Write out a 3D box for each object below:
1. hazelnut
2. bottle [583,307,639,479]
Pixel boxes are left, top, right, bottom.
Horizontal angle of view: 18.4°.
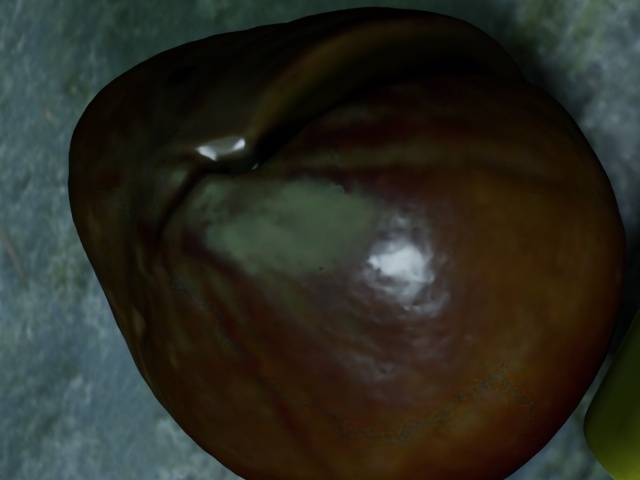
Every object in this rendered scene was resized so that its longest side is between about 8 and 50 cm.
[{"bbox_3d":[0.000,0.000,0.837,0.251,0.217,0.217,32,116,41],"label":"hazelnut"},{"bbox_3d":[0.194,-0.026,0.749,0.082,0.082,0.286,38,118,30],"label":"bottle"}]
